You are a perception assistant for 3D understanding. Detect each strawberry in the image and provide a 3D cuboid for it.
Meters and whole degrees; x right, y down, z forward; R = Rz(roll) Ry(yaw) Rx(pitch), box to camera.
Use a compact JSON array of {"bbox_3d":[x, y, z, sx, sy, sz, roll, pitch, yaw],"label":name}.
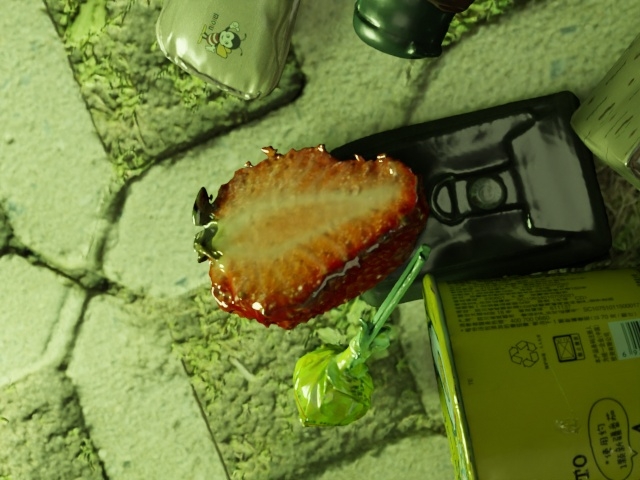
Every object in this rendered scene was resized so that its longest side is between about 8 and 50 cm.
[{"bbox_3d":[-0.002,0.007,1.505,0.236,0.107,0.175,13,78,35],"label":"strawberry"}]

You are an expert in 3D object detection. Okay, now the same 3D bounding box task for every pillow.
[{"bbox_3d":[-0.066,-0.246,1.470,0.130,0.038,0.233,24,112,2],"label":"pillow"}]

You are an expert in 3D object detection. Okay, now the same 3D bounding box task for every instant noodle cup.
[{"bbox_3d":[0.241,0.162,1.442,0.254,0.325,0.325,-12,107,1],"label":"instant noodle cup"}]

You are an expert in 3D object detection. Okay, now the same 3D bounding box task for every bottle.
[{"bbox_3d":[0.097,-0.287,1.383,0.156,0.143,0.271,36,115,35],"label":"bottle"}]

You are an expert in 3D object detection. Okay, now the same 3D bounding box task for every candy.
[{"bbox_3d":[0.045,0.088,1.512,0.077,0.073,0.262,16,136,-14],"label":"candy"}]

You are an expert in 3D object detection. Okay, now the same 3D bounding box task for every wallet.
[{"bbox_3d":[0.136,-0.033,1.514,0.245,0.052,0.168,-13,103,14],"label":"wallet"}]

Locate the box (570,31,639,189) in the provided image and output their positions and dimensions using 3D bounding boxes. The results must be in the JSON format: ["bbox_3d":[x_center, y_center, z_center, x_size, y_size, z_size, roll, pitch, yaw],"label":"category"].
[{"bbox_3d":[0.352,-0.106,1.312,0.190,0.297,0.225,38,98,-5],"label":"box"}]
